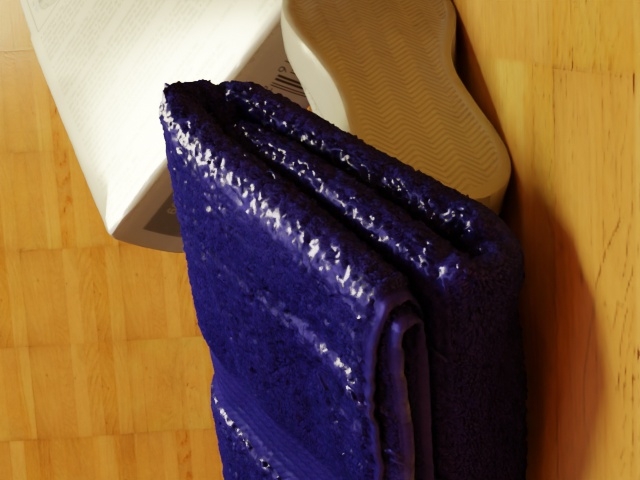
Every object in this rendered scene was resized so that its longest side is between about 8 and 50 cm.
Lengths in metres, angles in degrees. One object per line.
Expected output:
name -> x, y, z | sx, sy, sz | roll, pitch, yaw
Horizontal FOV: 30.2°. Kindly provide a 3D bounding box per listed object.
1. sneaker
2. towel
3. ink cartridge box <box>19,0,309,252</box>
sneaker -> 0.032, -0.042, 0.700 | 0.292, 0.108, 0.169 | -98, 9, -52
towel -> 0.003, 0.087, 0.602 | 0.228, 0.076, 0.308 | 31, 140, 39
ink cartridge box -> -0.119, -0.230, 0.990 | 0.308, 0.091, 0.385 | -49, 49, 27
